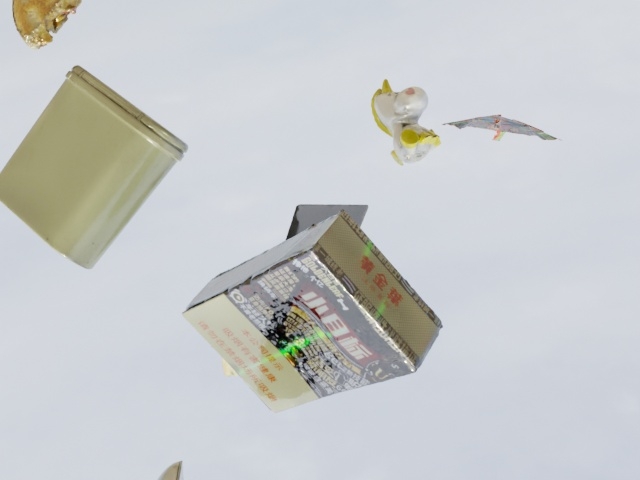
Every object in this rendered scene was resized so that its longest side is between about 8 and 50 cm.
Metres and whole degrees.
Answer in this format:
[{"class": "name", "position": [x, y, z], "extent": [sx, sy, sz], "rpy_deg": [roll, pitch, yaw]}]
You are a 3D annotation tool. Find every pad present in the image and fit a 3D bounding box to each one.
[{"class": "pad", "position": [0.000, 0.000, 1.806], "extent": [0.143, 0.211, 0.003], "rpy_deg": [0, -128, -18]}]

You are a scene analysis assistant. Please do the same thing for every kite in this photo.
[{"class": "kite", "position": [0.275, -0.170, 1.462], "extent": [0.190, 0.010, 0.159], "rpy_deg": [10, 176, 14]}]

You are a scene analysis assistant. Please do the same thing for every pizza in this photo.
[{"class": "pizza", "position": [-0.431, -0.421, 1.606], "extent": [0.199, 0.062, 0.188], "rpy_deg": [-23, -119, 21]}]

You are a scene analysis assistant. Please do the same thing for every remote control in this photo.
[{"class": "remote control", "position": [-0.224, 0.379, 1.316], "extent": [0.044, 0.229, 0.073], "rpy_deg": [12, -135, -14]}]

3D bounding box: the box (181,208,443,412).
[{"class": "box", "position": [-0.019, 0.102, 1.221], "extent": [0.310, 0.198, 0.084], "rpy_deg": [-27, -162, 48]}]

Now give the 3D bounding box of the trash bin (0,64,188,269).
[{"class": "trash bin", "position": [-0.365, -0.116, 1.481], "extent": [0.243, 0.121, 0.247], "rpy_deg": [38, -91, 25]}]

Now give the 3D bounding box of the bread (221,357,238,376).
[{"class": "bread", "position": [-0.089, 0.135, 1.692], "extent": [0.183, 0.211, 0.224], "rpy_deg": [-6, -127, 0]}]

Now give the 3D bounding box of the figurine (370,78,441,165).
[{"class": "figurine", "position": [0.158, -0.236, 1.859], "extent": [0.109, 0.178, 0.129], "rpy_deg": [-16, 175, -40]}]
